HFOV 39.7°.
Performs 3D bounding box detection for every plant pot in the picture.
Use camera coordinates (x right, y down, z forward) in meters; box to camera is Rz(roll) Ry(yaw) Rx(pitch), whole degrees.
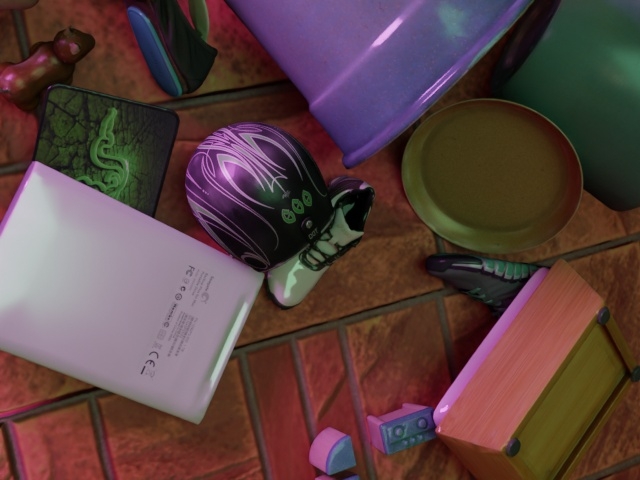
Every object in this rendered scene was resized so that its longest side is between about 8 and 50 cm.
[{"bbox_3d":[0.373,-0.222,1.185,0.235,0.293,0.293,29,79,-8],"label":"plant pot"},{"bbox_3d":[0.035,-0.320,1.026,0.334,0.341,0.341,45,74,-9],"label":"plant pot"},{"bbox_3d":[0.225,-0.087,1.169,0.236,0.236,0.032,47,38,-16],"label":"plant pot"}]

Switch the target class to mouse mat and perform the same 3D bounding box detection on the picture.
[{"bbox_3d":[-0.256,-0.076,1.021,0.153,0.007,0.189,10,110,-23],"label":"mouse mat"}]

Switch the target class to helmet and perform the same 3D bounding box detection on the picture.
[{"bbox_3d":[-0.078,-0.060,1.046,0.169,0.169,0.161,-44,106,-17],"label":"helmet"}]

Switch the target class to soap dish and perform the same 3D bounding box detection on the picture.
[{"bbox_3d":[0.302,0.204,1.197,0.291,0.118,0.229,-51,131,-14],"label":"soap dish"}]

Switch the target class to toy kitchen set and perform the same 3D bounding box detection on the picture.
[{"bbox_3d":[0.096,0.337,1.145,0.166,0.122,0.207,-14,96,-22],"label":"toy kitchen set"}]

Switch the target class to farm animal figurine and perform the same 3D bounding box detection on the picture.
[{"bbox_3d":[-0.377,-0.301,0.918,0.327,0.172,0.330,-9,93,-23],"label":"farm animal figurine"}]

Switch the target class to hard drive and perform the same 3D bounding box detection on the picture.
[{"bbox_3d":[-0.235,0.068,1.030,0.307,0.040,0.203,28,80,-27],"label":"hard drive"}]

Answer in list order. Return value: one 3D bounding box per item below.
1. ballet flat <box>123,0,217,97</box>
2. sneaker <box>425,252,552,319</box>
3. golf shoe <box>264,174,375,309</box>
[{"bbox_3d":[-0.190,-0.286,0.991,0.096,0.095,0.280,-46,146,-17],"label":"ballet flat"},{"bbox_3d":[0.244,0.074,1.232,0.224,0.083,0.098,8,92,-23],"label":"sneaker"},{"bbox_3d":[0.000,0.000,1.122,0.077,0.094,0.198,35,79,-20],"label":"golf shoe"}]
